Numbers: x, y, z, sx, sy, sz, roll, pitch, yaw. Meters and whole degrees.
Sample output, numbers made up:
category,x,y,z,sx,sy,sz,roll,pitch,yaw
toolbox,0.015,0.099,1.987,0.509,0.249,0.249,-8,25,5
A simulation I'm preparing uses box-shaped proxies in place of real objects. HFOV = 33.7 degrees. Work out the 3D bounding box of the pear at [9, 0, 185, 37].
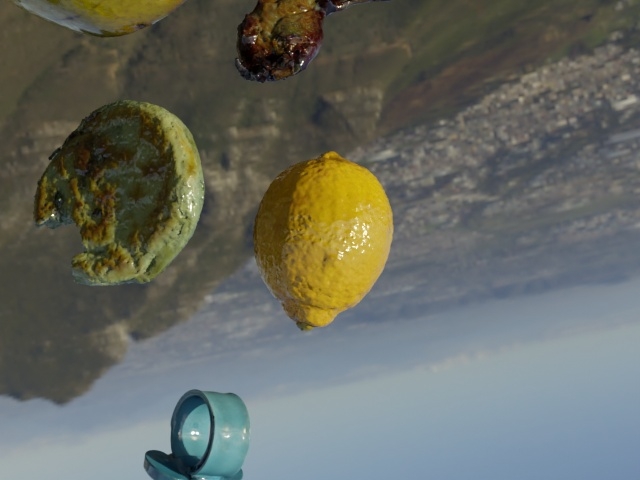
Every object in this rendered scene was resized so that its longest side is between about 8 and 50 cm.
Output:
category,x,y,z,sx,sy,sz,roll,pitch,yaw
pear,-0.249,-0.384,1.037,0.386,0.341,0.191,-3,178,31

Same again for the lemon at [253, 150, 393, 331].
category,x,y,z,sx,sy,sz,roll,pitch,yaw
lemon,0.000,0.000,1.071,0.142,0.187,0.142,10,175,1

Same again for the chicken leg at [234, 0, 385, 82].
category,x,y,z,sx,sy,sz,roll,pitch,yaw
chicken leg,-0.009,-0.241,1.136,0.253,0.106,0.051,-42,149,-35

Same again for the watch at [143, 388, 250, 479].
category,x,y,z,sx,sy,sz,roll,pitch,yaw
watch,-0.212,0.389,2.027,0.210,0.193,0.211,19,-170,-3

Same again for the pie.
category,x,y,z,sx,sy,sz,roll,pitch,yaw
pie,-0.309,-0.074,1.636,0.302,0.303,0.067,-15,167,22
